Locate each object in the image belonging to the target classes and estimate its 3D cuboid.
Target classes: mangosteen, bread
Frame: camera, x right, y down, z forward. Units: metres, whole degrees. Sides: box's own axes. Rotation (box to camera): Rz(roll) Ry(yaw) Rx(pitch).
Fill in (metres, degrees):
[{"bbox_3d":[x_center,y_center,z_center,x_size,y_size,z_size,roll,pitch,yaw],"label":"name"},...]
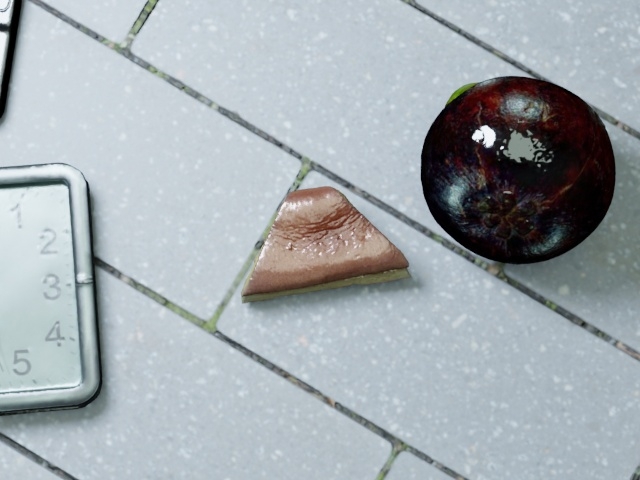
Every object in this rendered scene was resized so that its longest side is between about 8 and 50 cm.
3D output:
[{"bbox_3d":[0.219,-0.082,1.709,0.216,0.216,0.216,0,83,-2],"label":"mangosteen"},{"bbox_3d":[0.000,0.000,1.748,0.192,0.067,0.119,-7,91,-1],"label":"bread"}]

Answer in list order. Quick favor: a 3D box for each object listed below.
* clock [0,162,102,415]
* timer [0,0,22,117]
[{"bbox_3d":[-0.385,0.060,1.740,0.273,0.049,0.279,-4,83,-3],"label":"clock"},{"bbox_3d":[-0.419,-0.227,1.770,0.144,0.055,0.187,7,84,-1],"label":"timer"}]
